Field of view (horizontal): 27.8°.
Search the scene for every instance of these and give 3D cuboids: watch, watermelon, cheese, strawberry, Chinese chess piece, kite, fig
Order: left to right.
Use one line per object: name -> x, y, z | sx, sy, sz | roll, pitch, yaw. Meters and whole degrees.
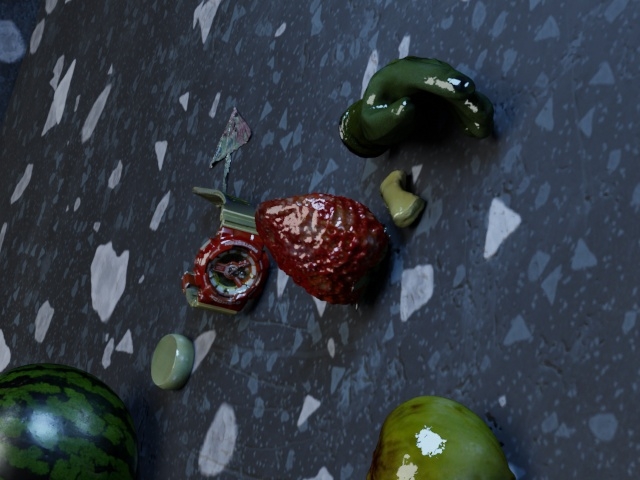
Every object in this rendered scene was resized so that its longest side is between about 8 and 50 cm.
watermelon -> -0.412, 0.326, 1.931 | 0.285, 0.285, 0.285 | -38, 43, 47
Chinese chess piece -> -0.217, 0.179, 1.905 | 0.084, 0.034, 0.084 | -34, 47, 47
watch -> -0.150, 0.013, 1.832 | 0.268, 0.102, 0.165 | -160, 86, -70
kite -> -0.139, -0.136, 1.969 | 0.139, 0.011, 0.157 | -30, 49, 55
strawberry -> 0.003, 0.004, 1.477 | 0.131, 0.148, 0.131 | -35, 47, 49
cheese -> 0.092, -0.051, 1.475 | 0.044, 0.030, 0.083 | -39, 33, 15
fig -> 0.102, 0.215, 1.204 | 0.153, 0.120, 0.136 | 25, 102, 62

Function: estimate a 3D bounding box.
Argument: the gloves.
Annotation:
gloves -> 0.099, -0.150, 1.433 | 0.268, 0.135, 0.107 | -2, 115, 63
